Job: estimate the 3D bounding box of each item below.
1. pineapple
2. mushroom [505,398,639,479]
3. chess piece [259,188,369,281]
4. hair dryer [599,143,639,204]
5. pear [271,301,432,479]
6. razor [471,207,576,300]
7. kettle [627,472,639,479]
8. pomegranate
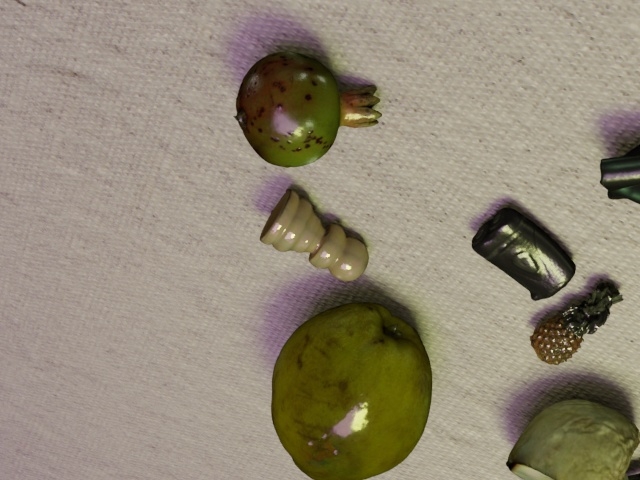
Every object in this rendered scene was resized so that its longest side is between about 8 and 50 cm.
[{"bbox_3d":[0.390,0.123,1.356,0.074,0.074,0.159,35,126,-7],"label":"pineapple"},{"bbox_3d":[0.416,0.341,1.450,0.189,0.164,0.267,26,170,31],"label":"mushroom"},{"bbox_3d":[0.000,0.000,1.398,0.170,0.094,0.094,29,130,-10],"label":"chess piece"},{"bbox_3d":[0.493,0.005,1.136,0.244,0.116,0.303,-6,91,26],"label":"hair dryer"},{"bbox_3d":[0.048,0.252,1.467,0.269,0.269,0.321,26,117,0],"label":"pear"},{"bbox_3d":[0.302,0.020,1.318,0.148,0.054,0.090,38,129,-10],"label":"razor"},{"bbox_3d":[0.589,0.541,1.496,0.321,0.228,0.324,51,124,9],"label":"kettle"},{"bbox_3d":[-0.019,-0.182,1.239,0.204,0.159,0.159,-3,128,-10],"label":"pomegranate"}]
